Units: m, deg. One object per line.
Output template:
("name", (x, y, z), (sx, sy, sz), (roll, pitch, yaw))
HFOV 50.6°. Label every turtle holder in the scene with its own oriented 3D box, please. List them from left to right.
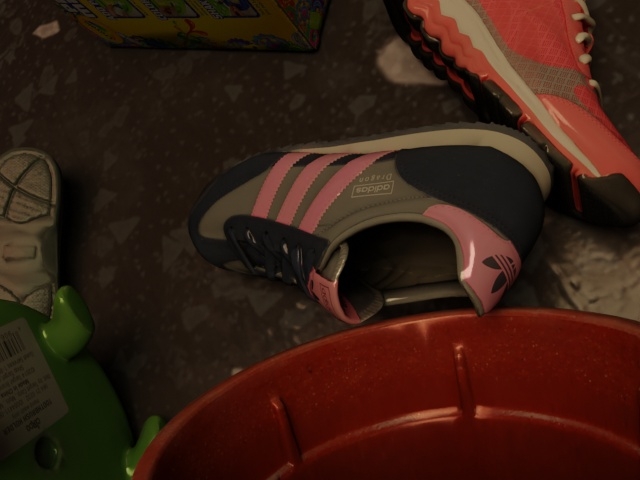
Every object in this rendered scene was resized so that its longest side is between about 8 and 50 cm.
("turtle holder", (-0.263, 0.211, 0.551), (0.228, 0.320, 0.243), (-22, 35, 16))

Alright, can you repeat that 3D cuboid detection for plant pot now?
("plant pot", (0.073, 0.203, 0.345), (0.273, 0.272, 0.264), (-9, 101, 21))

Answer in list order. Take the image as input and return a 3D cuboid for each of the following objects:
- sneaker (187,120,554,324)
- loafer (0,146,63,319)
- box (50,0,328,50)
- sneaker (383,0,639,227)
("sneaker", (0.000, 0.000, 0.500), (0.319, 0.112, 0.131), (-10, 39, 38))
("loafer", (-0.306, 0.042, 0.699), (0.096, 0.084, 0.267), (8, 80, -6))
("box", (-0.124, -0.362, 0.675), (0.279, 0.177, 0.289), (9, 78, 27))
("sneaker", (0.164, -0.153, 0.519), (0.136, 0.116, 0.313), (-35, 65, 6))
